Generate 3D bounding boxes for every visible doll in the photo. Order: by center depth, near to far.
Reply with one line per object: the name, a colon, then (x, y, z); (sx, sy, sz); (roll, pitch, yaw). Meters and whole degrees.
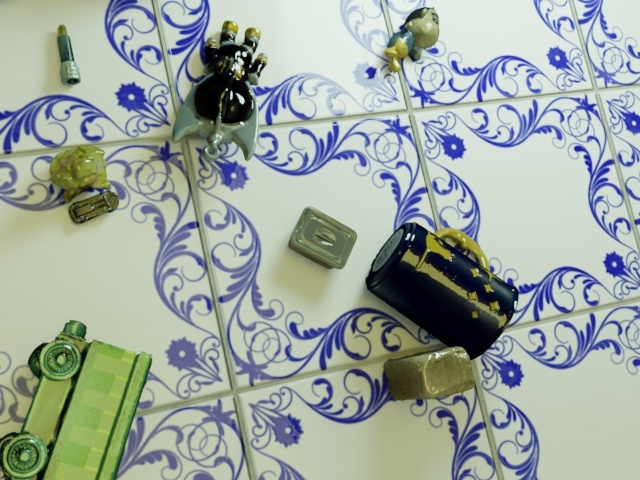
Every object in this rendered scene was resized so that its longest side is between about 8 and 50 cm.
doll: (-0.186, -0.288, 1.624); (0.145, 0.103, 0.316); (25, 62, -29)
doll: (0.203, -0.437, 1.810); (0.089, 0.102, 0.179); (22, 67, 27)

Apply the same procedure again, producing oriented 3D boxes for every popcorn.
popcorn: (-0.431, -0.124, 1.512); (0.097, 0.089, 0.109); (5, 49, 23)

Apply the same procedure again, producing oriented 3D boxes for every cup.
cup: (0.234, 0.081, 1.688); (0.256, 0.255, 0.178); (35, 106, -7)

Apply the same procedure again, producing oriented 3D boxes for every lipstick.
lipstick: (-0.475, -0.348, 1.573); (0.037, 0.037, 0.116); (-10, 76, -21)

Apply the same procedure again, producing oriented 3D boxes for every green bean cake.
green bean cake: (0.203, 0.254, 1.600); (0.109, 0.179, 0.085); (-9, 82, -19)

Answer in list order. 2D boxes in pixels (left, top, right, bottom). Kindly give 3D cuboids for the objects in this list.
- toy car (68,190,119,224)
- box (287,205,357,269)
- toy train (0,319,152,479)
toy car: (-0.411, -0.061, 1.533); (0.093, 0.025, 0.041); (-22, 88, -19)
box: (0.000, 0.000, 1.647); (0.122, 0.062, 0.089); (29, 70, -11)
toy train: (-0.411, 0.293, 1.405); (0.202, 0.120, 0.300); (20, 72, -18)
